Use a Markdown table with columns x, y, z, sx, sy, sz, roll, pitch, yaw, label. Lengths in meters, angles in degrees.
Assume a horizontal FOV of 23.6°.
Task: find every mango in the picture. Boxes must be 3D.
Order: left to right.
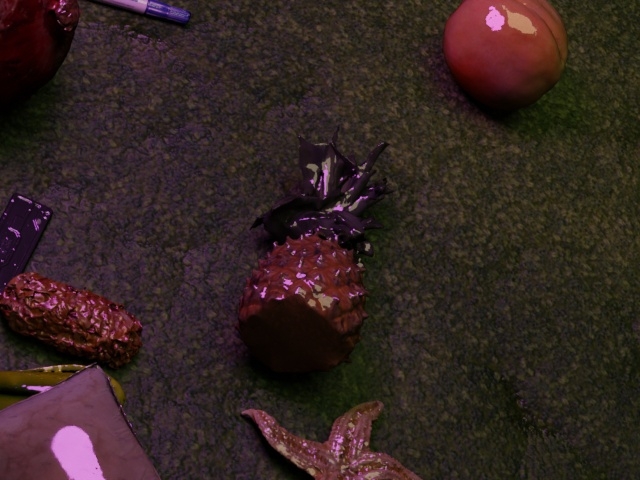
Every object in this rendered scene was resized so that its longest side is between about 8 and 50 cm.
| x | y | z | sx | sy | sz | roll | pitch | yaw | label |
| --- | --- | --- | --- | --- | --- | --- | --- | --- | --- |
| -0.289 | 0.171 | 1.623 | 0.165 | 0.074 | 0.091 | 6 | 17 | -2 | mango |

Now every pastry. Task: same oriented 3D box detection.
| x | y | z | sx | sy | sz | roll | pitch | yaw | label |
| --- | --- | --- | --- | --- | --- | --- | --- | --- | --- |
| -0.270 | 0.085 | 1.699 | 0.169 | 0.063 | 0.087 | 19 | 52 | -19 | pastry |

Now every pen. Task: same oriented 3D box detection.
| x | y | z | sx | sy | sz | roll | pitch | yaw | label |
| --- | --- | --- | --- | --- | --- | --- | --- | --- | --- |
| -0.269 | -0.320 | 2.017 | 0.204 | 0.025 | 0.025 | 13 | 52 | -19 | pen |

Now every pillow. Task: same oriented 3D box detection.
| x | y | z | sx | sy | sz | roll | pitch | yaw | label |
| --- | --- | --- | --- | --- | --- | --- | --- | --- | --- |
| -0.233 | 0.269 | 1.484 | 0.185 | 0.075 | 0.302 | -24 | 58 | -19 | pillow |

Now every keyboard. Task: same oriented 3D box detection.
| x | y | z | sx | sy | sz | roll | pitch | yaw | label |
| --- | --- | --- | --- | --- | --- | --- | --- | --- | --- |
| -0.354 | 0.010 | 1.744 | 0.053 | 0.010 | 0.155 | 27 | 50 | -8 | keyboard |

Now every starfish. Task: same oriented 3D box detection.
| x | y | z | sx | sy | sz | roll | pitch | yaw | label |
| --- | --- | --- | --- | --- | --- | --- | --- | --- | --- |
| 0.032 | 0.269 | 1.747 | 0.277 | 0.062 | 0.235 | 42 | 43 | 11 | starfish |

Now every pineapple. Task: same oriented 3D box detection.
| x | y | z | sx | sy | sz | roll | pitch | yaw | label |
| --- | --- | --- | --- | --- | --- | --- | --- | --- | --- |
| -0.004 | 0.001 | 1.864 | 0.165 | 0.165 | 0.365 | 25 | 41 | -10 | pineapple |

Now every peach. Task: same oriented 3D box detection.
| x | y | z | sx | sy | sz | roll | pitch | yaw | label |
| --- | --- | --- | --- | --- | --- | --- | --- | --- | --- |
| 0.259 | -0.279 | 2.174 | 0.184 | 0.184 | 0.184 | 14 | 52 | -19 | peach |

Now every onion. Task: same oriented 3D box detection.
| x | y | z | sx | sy | sz | roll | pitch | yaw | label |
| --- | --- | --- | --- | --- | --- | --- | --- | --- | --- |
| -0.390 | -0.279 | 1.763 | 0.276 | 0.276 | 0.276 | 14 | 52 | -19 | onion |
